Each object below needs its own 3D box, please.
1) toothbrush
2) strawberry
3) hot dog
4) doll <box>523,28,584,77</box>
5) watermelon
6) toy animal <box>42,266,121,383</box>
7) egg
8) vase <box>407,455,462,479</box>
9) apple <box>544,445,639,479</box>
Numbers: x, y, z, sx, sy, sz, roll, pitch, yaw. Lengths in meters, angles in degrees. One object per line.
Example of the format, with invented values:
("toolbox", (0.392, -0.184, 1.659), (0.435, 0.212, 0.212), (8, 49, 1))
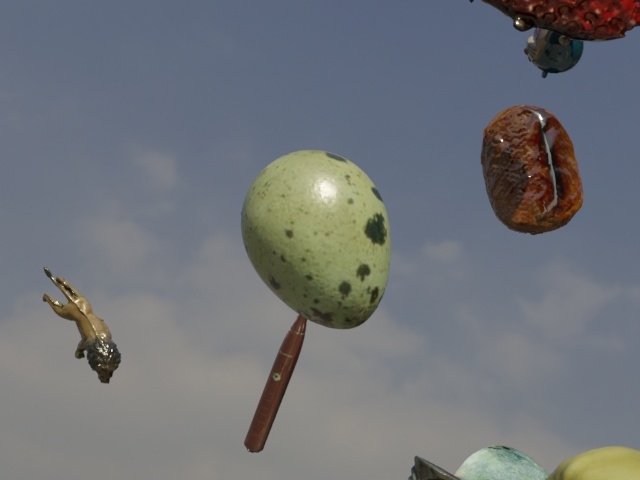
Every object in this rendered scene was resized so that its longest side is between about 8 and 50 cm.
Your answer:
("toothbrush", (-0.061, 0.216, 2.199), (0.041, 0.364, 0.041), (21, 10, -4))
("strawberry", (0.307, -0.385, 1.630), (0.306, 0.233, 0.138), (1, -23, -22))
("hot dog", (0.347, -0.111, 2.016), (0.160, 0.227, 0.099), (-8, -24, 10))
("doll", (0.361, -0.314, 1.840), (0.085, 0.114, 0.152), (17, -62, 0))
("watermelon", (0.390, 0.490, 2.199), (0.175, 0.188, 0.322), (9, -36, 43))
("toy animal", (-0.369, 0.126, 1.892), (0.220, 0.069, 0.086), (51, -21, 16))
("egg", (0.000, 0.000, 1.472), (0.177, 0.228, 0.177), (-21, -18, -7))
("vase", (0.098, 0.395, 1.550), (0.115, 0.237, 0.115), (30, -5, 3))
("apple", (0.382, 0.360, 1.600), (0.200, 0.200, 0.200), (9, -28, 5))
